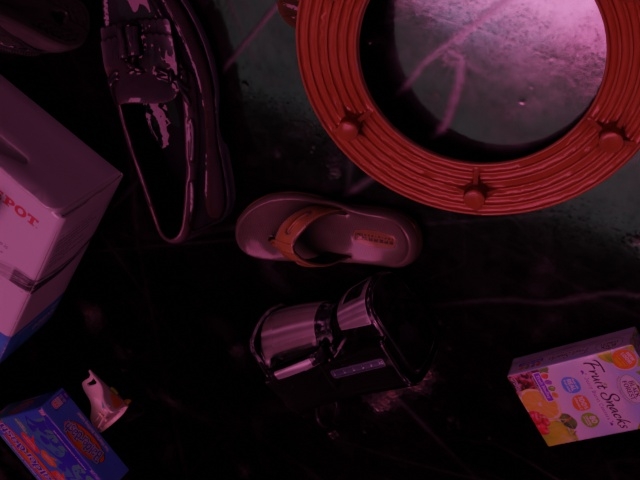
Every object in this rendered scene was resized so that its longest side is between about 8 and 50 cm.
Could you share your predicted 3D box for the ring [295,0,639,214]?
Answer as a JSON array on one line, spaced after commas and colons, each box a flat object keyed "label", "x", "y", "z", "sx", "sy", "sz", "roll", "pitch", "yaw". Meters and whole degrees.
[{"label": "ring", "x": 0.138, "y": -0.157, "z": 0.782, "sx": 0.336, "sy": 0.032, "sz": 0.336, "roll": 10, "pitch": 128, "yaw": 13}]

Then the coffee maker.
[{"label": "coffee maker", "x": 0.039, "y": 0.128, "z": 1.004, "sx": 0.178, "sy": 0.120, "sz": 0.171, "roll": -19, "pitch": 132, "yaw": 36}]

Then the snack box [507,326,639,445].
[{"label": "snack box", "x": 0.282, "y": 0.155, "z": 0.930, "sx": 0.141, "sy": 0.037, "sz": 0.100, "roll": -22, "pitch": 108, "yaw": 35}]

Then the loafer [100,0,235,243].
[{"label": "loafer", "x": -0.167, "y": -0.139, "z": 0.943, "sx": 0.109, "sy": 0.095, "sz": 0.302, "roll": 0, "pitch": 119, "yaw": 27}]

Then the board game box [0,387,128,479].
[{"label": "board game box", "x": -0.400, "y": 0.309, "z": 1.345, "sx": 0.210, "sy": 0.047, "sz": 0.160, "roll": -22, "pitch": 108, "yaw": 48}]

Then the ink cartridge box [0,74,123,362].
[{"label": "ink cartridge box", "x": -0.414, "y": -0.026, "z": 1.118, "sx": 0.223, "sy": 0.129, "sz": 0.307, "roll": 39, "pitch": 128, "yaw": 2}]

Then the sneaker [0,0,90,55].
[{"label": "sneaker", "x": -0.369, "y": -0.259, "z": 0.931, "sx": 0.227, "sy": 0.087, "sz": 0.130, "roll": 23, "pitch": 163, "yaw": -38}]

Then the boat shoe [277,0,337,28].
[{"label": "boat shoe", "x": 0.025, "y": -0.250, "z": 0.804, "sx": 0.152, "sy": 0.049, "sz": 0.056, "roll": -25, "pitch": 114, "yaw": 32}]

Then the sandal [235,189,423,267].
[{"label": "sandal", "x": 0.000, "y": 0.000, "z": 0.965, "sx": 0.219, "sy": 0.060, "sz": 0.090, "roll": 9, "pitch": 122, "yaw": 22}]

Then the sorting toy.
[{"label": "sorting toy", "x": -0.315, "y": 0.224, "z": 1.280, "sx": 0.075, "sy": 0.045, "sz": 0.083, "roll": 49, "pitch": 141, "yaw": 9}]
